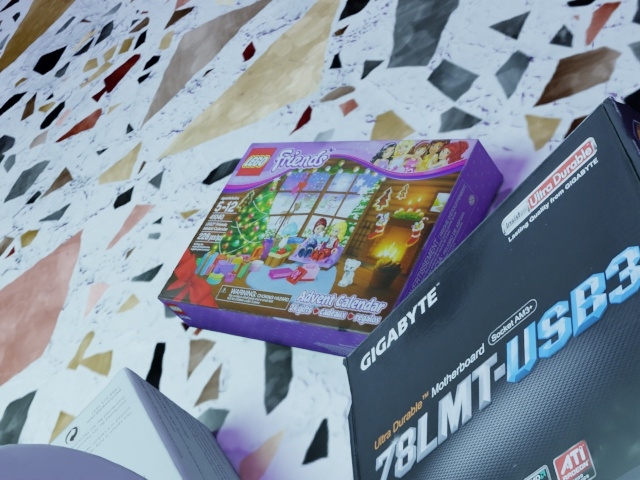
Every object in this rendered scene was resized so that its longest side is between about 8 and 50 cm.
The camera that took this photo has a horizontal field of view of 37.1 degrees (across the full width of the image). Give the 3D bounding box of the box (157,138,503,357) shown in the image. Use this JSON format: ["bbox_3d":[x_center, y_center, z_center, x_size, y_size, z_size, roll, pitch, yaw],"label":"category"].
[{"bbox_3d":[0.000,0.000,0.881,0.293,0.057,0.201,4,56,44],"label":"box"}]

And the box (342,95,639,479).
[{"bbox_3d":[0.129,0.113,0.564,0.295,0.073,0.293,-47,33,34],"label":"box"}]

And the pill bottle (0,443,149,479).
[{"bbox_3d":[-0.212,0.318,0.526,0.392,0.224,0.224,-57,33,19],"label":"pill bottle"}]

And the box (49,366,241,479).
[{"bbox_3d":[-0.153,0.232,0.744,0.181,0.119,0.182,-45,37,-2],"label":"box"}]
